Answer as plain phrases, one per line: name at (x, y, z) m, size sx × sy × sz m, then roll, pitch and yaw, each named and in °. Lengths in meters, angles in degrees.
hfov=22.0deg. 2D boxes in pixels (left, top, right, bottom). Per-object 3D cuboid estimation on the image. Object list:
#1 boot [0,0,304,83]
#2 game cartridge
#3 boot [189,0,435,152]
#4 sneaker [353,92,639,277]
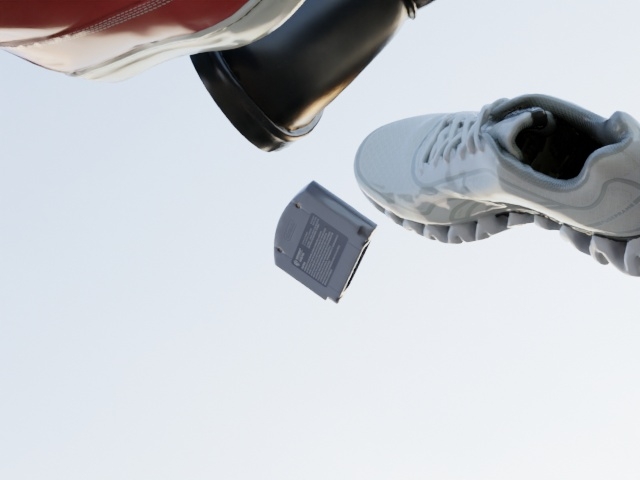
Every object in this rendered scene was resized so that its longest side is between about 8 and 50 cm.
boot at (-0.116, -0.137, 0.740) m, size 0.176 × 0.088 × 0.244 m, roll 8°, pitch -17°, yaw -39°
game cartridge at (0.000, 0.000, 0.990) m, size 0.017 × 0.056 × 0.083 m, roll -53°, pitch -7°, yaw -36°
boot at (0.047, -0.163, 0.912) m, size 0.207 × 0.094 × 0.246 m, roll -34°, pitch 10°, yaw 26°
sneaker at (0.129, -0.058, 1.149) m, size 0.118 × 0.292 × 0.110 m, roll 40°, pitch -112°, yaw -42°
